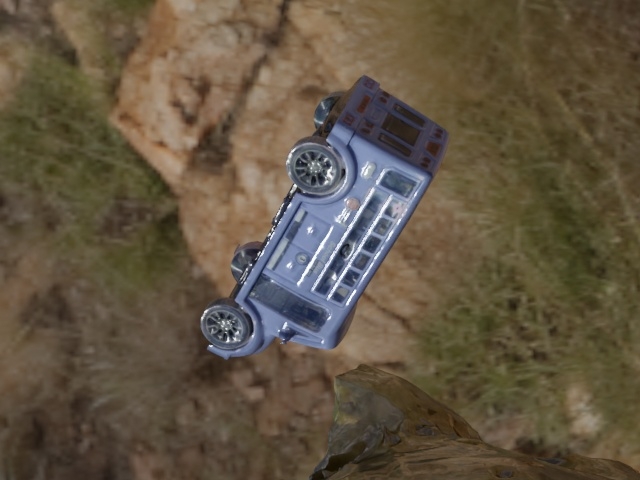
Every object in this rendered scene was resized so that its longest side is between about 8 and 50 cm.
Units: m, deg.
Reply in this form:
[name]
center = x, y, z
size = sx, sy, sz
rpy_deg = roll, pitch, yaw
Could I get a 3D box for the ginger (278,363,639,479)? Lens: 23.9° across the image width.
[ginger]
center = 0.055, 0.114, 0.474
size = 0.216, 0.157, 0.102
rpy_deg = 16, 125, -2

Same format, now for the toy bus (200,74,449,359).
[toy bus]
center = 0.000, 0.000, 0.807
size = 0.076, 0.073, 0.167
rpy_deg = 29, 123, -2
